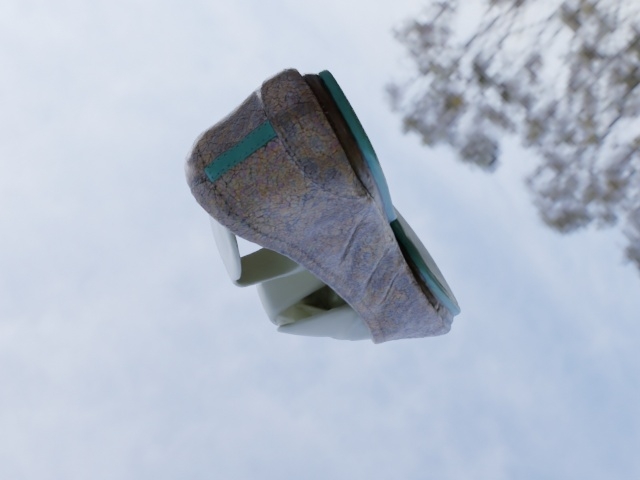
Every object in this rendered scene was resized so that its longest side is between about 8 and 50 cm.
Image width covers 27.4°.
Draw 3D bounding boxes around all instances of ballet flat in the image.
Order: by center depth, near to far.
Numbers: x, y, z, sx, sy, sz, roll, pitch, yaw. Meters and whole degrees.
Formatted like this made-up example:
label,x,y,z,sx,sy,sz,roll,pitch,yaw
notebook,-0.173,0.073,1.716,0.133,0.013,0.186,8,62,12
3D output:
label,x,y,z,sx,sy,sz,roll,pitch,yaw
ballet flat,0.000,0.000,0.763,0.107,0.106,0.316,60,-177,28
